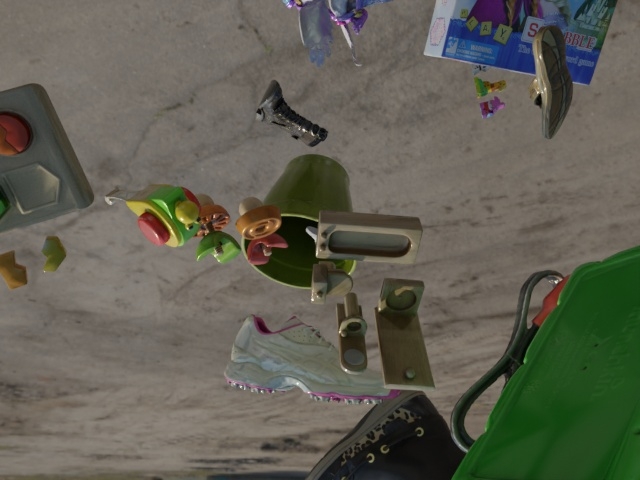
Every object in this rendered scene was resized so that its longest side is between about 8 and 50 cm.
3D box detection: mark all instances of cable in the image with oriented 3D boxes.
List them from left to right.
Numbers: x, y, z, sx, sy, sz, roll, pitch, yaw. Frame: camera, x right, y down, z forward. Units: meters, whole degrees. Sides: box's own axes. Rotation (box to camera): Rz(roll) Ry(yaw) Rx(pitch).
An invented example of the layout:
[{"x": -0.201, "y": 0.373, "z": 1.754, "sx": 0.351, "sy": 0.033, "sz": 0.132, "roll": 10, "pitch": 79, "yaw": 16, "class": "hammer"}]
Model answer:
[{"x": 0.259, "y": 0.132, "z": 0.664, "sx": 0.287, "sy": 0.139, "sz": 0.072, "roll": -33, "pitch": 162, "yaw": -14, "class": "cable"}]

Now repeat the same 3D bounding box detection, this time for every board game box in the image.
[{"x": 0.356, "y": -0.442, "z": 0.888, "sx": 0.318, "sy": 0.066, "sz": 0.318, "roll": 2, "pitch": 111, "yaw": -20, "class": "board game box"}]

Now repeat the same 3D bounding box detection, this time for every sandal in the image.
[{"x": 0.345, "y": -0.241, "z": 0.826, "sx": 0.049, "sy": 0.072, "sz": 0.180, "roll": 25, "pitch": 151, "yaw": 48, "class": "sandal"}]

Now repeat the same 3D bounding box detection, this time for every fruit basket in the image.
[{"x": 0.330, "y": 0.224, "z": 0.457, "sx": 0.391, "sy": 0.392, "sz": 0.283, "roll": 11, "pitch": 158, "yaw": -20, "class": "fruit basket"}]

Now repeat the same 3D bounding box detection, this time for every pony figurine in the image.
[{"x": 0.060, "y": -0.752, "z": 1.698, "sx": 0.363, "sy": 0.351, "sz": 0.302, "roll": -23, "pitch": 177, "yaw": 34, "class": "pony figurine"}]

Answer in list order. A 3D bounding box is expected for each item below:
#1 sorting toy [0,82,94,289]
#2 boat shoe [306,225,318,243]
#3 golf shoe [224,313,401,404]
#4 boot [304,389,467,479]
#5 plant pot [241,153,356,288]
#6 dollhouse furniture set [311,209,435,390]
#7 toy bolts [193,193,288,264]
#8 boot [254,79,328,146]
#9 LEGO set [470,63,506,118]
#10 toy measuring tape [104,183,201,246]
[{"x": -0.497, "y": -0.072, "z": 0.868, "sx": 0.228, "sy": 0.041, "sz": 0.307, "roll": -21, "pitch": 118, "yaw": -11, "class": "sorting toy"}, {"x": 0.000, "y": 0.000, "z": 1.422, "sx": 0.100, "sy": 0.035, "sz": 0.035, "roll": 32, "pitch": 119, "yaw": 15, "class": "boat shoe"}, {"x": -0.011, "y": 0.204, "z": 0.927, "sx": 0.306, "sy": 0.140, "sz": 0.115, "roll": 7, "pitch": 165, "yaw": 7, "class": "golf shoe"}, {"x": 0.139, "y": 0.489, "z": 0.999, "sx": 0.377, "sy": 0.284, "sz": 0.138, "roll": -46, "pitch": 139, "yaw": -3, "class": "boot"}, {"x": -0.038, "y": -0.088, "z": 1.789, "sx": 0.366, "sy": 0.353, "sz": 0.367, "roll": 8, "pitch": 140, "yaw": 6, "class": "plant pot"}, {"x": 0.063, "y": 0.067, "z": 0.601, "sx": 0.144, "sy": 0.123, "sz": 0.151, "roll": 4, "pitch": 127, "yaw": -5, "class": "dollhouse furniture set"}, {"x": -0.171, "y": -0.056, "z": 1.228, "sx": 0.218, "sy": 0.159, "sz": 0.228, "roll": -34, "pitch": 157, "yaw": 24, "class": "toy bolts"}, {"x": -0.077, "y": -0.378, "z": 1.659, "sx": 0.228, "sy": 0.091, "sz": 0.263, "roll": 27, "pitch": 171, "yaw": -10, "class": "boot"}, {"x": 0.544, "y": -0.479, "z": 1.711, "sx": 0.093, "sy": 0.227, "sz": 0.087, "roll": -13, "pitch": 155, "yaw": 18, "class": "LEGO set"}, {"x": -0.327, "y": -0.049, "z": 1.072, "sx": 0.121, "sy": 0.122, "sz": 0.330, "roll": 25, "pitch": 167, "yaw": -41, "class": "toy measuring tape"}]
